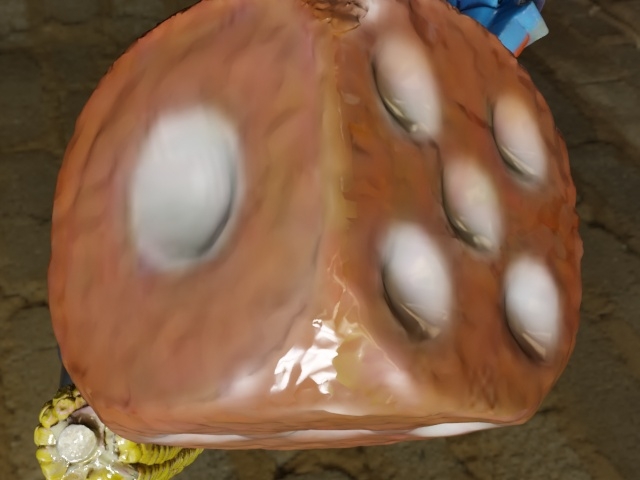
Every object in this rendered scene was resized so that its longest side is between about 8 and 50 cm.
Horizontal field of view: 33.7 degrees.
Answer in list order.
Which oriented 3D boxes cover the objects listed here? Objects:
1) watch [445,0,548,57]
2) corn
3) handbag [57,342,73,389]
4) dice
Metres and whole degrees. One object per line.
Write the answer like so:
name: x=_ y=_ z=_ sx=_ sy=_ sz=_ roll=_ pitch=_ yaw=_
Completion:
watch: x=0.144 y=-0.347 z=1.337 sx=0.241 sy=0.274 sz=0.305 roll=-4 pitch=53 yaw=60
corn: x=-0.119 y=0.123 z=0.686 sx=0.238 sy=0.080 sz=0.080 roll=40 pitch=-140 yaw=-80
handbag: x=-0.191 y=0.055 z=1.172 sx=0.275 sy=0.178 sz=0.301 roll=122 pitch=158 yaw=-81
dice: x=0.000 y=0.000 z=0.468 sx=0.174 sy=0.179 sz=0.174 roll=-16 pitch=71 yaw=39
